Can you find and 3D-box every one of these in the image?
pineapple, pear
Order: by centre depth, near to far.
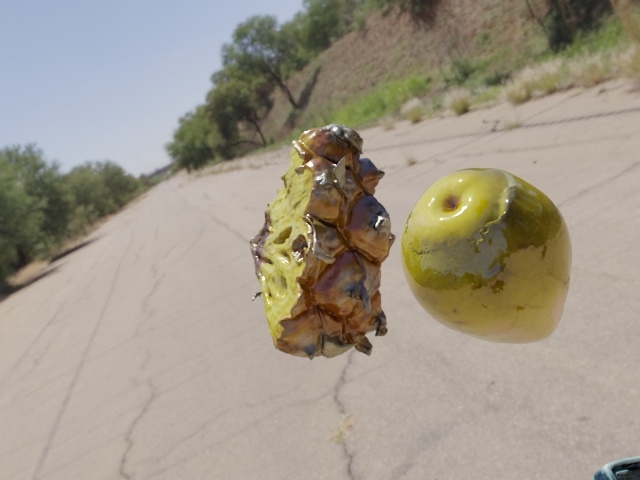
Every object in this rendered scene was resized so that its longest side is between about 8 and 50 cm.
[{"bbox_3d":[0.000,0.000,0.427,0.069,0.137,0.116,7,-2,-28],"label":"pineapple"},{"bbox_3d":[0.285,0.033,1.175,0.285,0.284,0.336,-23,-29,21],"label":"pear"}]

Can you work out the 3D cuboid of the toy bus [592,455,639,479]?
[{"bbox_3d":[0.303,0.326,0.586,0.128,0.256,0.147,6,-45,-31],"label":"toy bus"}]
